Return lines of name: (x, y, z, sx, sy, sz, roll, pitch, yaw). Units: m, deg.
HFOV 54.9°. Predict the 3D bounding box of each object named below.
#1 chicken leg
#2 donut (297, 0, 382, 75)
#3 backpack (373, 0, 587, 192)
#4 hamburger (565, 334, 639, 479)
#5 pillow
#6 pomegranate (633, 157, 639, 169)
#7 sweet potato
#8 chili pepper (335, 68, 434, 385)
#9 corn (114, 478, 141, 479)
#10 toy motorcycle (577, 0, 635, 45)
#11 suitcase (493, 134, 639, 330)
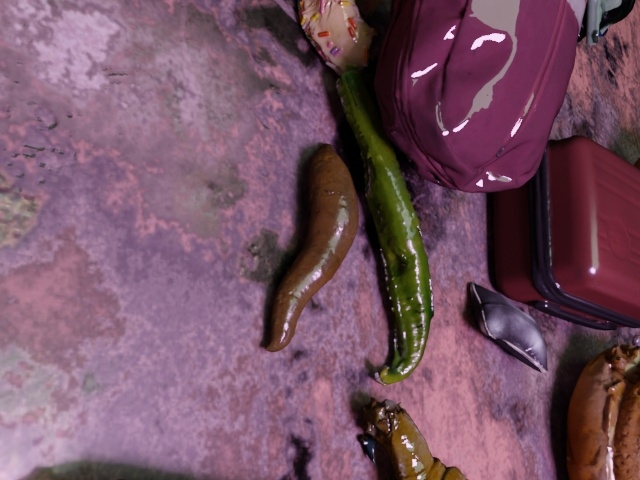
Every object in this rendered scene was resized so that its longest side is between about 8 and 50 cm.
chicken leg: (0.110, 0.262, 0.650, 0.103, 0.088, 0.228, -20, 85, -31)
donut: (0.033, -0.288, 0.741, 0.108, 0.065, 0.166, 37, 57, -25)
backpack: (0.180, -0.213, 0.712, 0.283, 0.197, 0.318, 20, 83, -38)
hamburger: (0.473, 0.300, 0.867, 0.289, 0.170, 0.315, 14, 71, -33)
pillow: (0.251, 0.114, 0.816, 0.135, 0.055, 0.091, 37, 55, -28)
pomegranate: (0.658, -0.071, 1.094, 0.215, 0.215, 0.216, 12, 71, -37)
sweet potato: (0.001, 0.002, 0.645, 0.069, 0.059, 0.250, 20, 68, -12)
chili pepper: (0.076, -0.020, 0.706, 0.085, 0.076, 0.360, 8, 71, -64)
corn: (-0.055, 0.265, 0.489, 0.363, 0.120, 0.121, 25, 63, -35)
toy motorcycle: (0.409, -0.493, 1.040, 0.125, 0.196, 0.331, -52, 124, -35)
suitcase: (0.391, 0.001, 0.891, 0.296, 0.161, 0.237, 19, 66, -35)
